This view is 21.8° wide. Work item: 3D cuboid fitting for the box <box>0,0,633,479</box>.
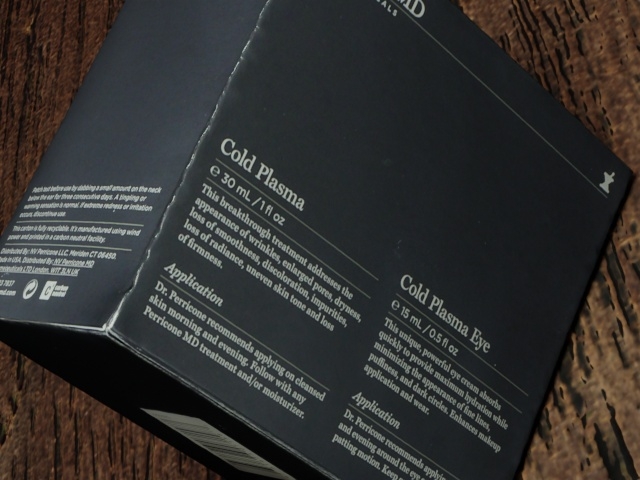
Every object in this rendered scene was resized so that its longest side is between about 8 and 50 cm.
[{"bbox_3d":[0.000,0.000,1.107,0.179,0.343,0.313,2,61,51],"label":"box"}]
